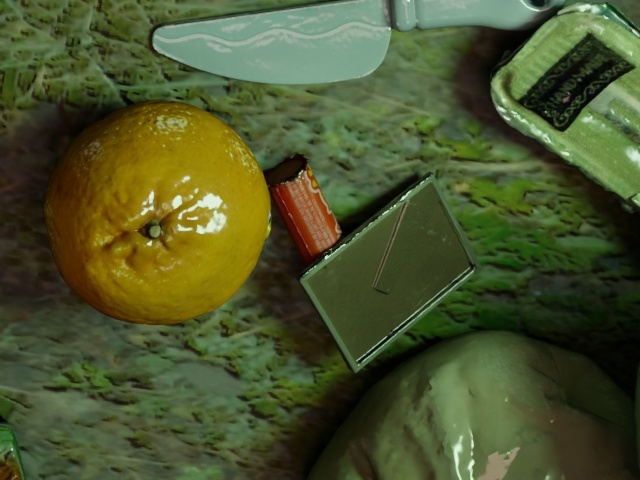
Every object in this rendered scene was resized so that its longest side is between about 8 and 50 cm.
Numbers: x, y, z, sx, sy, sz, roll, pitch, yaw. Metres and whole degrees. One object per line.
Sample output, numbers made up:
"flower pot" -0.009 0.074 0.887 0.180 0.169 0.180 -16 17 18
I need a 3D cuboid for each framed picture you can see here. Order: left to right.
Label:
"framed picture" 0.060 0.027 1.253 0.149 0.011 0.109 -38 121 -15

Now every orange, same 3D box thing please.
"orange" -0.125 -0.019 1.154 0.177 0.155 0.178 -5 126 -7

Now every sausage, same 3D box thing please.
"sausage" 0.000 0.000 1.241 0.048 0.050 0.145 -47 122 -39

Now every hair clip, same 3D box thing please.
"hair clip" 0.289 -0.084 1.241 0.321 0.091 0.138 37 124 -15

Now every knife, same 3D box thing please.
"knife" 0.034 -0.169 1.186 0.331 0.044 0.080 -13 117 0

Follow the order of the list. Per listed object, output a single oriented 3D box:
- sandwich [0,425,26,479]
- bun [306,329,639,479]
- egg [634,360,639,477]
"sandwich" -0.266 0.265 1.241 0.109 0.160 0.185 -22 124 -22
"bun" 0.153 0.263 1.290 0.359 0.211 0.360 -4 114 -10
"egg" 0.425 0.217 1.091 0.354 0.340 0.354 -5 151 -3
